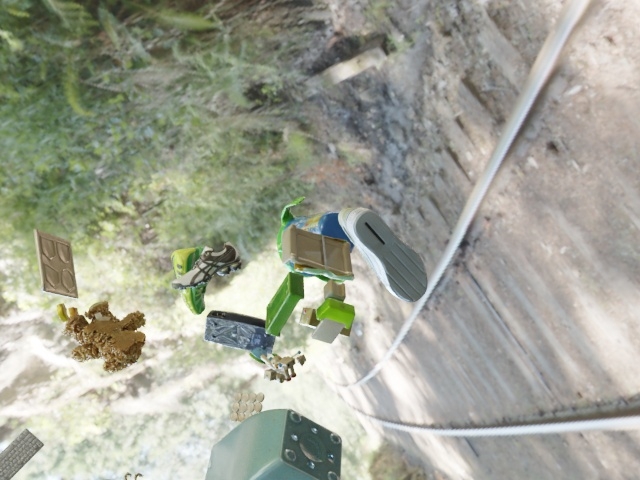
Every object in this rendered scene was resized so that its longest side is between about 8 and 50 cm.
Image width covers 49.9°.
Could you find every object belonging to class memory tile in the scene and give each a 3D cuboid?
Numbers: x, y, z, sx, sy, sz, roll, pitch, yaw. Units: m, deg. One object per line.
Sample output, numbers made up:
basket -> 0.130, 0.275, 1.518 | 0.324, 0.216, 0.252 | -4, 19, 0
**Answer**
memory tile -> -0.271, 0.619, 2.546 | 0.012, 0.148, 0.113 | 36, -125, -45

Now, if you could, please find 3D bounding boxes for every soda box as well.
soda box -> 0.019, 0.275, 2.306 | 0.181, 0.058, 0.061 | 21, 167, -35

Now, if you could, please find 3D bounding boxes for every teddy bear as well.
teddy bear -> -0.670, 0.304, 2.160 | 0.338, 0.245, 0.113 | 13, 127, 25

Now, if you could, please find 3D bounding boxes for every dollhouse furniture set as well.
dollhouse furniture set -> -0.027, 0.119, 1.847 | 0.197, 0.151, 0.301 | 19, -144, -17

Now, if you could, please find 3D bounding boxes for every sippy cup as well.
sippy cup -> 0.000, 0.000, 2.439 | 0.305, 0.240, 0.224 | 26, 151, -30

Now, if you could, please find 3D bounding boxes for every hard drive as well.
hard drive -> -0.286, 0.327, 2.472 | 0.172, 0.255, 0.054 | 106, 175, -48

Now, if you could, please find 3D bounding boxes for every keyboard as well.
keyboard -> -0.874, 0.631, 1.864 | 0.072, 0.256, 0.014 | 52, 154, -19

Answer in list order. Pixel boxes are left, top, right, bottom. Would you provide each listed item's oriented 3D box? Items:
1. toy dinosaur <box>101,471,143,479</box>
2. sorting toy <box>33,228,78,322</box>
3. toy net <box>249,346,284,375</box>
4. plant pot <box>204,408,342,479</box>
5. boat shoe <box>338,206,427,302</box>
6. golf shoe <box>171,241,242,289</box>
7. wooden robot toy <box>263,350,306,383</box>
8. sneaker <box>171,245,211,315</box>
toy dinosaur -> -0.563, 0.729, 2.024 | 0.183, 0.053, 0.092 | 55, -152, -26
sorting toy -> -0.872, 0.129, 2.271 | 0.229, 0.041, 0.307 | 54, -159, -74
toy net -> -0.165, 0.437, 2.386 | 0.122, 0.045, 0.232 | 32, -179, -25
plant pot -> -0.082, 0.503, 1.455 | 0.248, 0.252, 0.247 | 32, -153, -15
boat shoe -> 0.153, 0.026, 1.637 | 0.302, 0.109, 0.094 | 52, 171, -28
golf shoe -> -0.311, 0.067, 1.829 | 0.094, 0.198, 0.077 | 69, 161, -6
wooden robot toy -> -0.121, 0.380, 2.063 | 0.079, 0.173, 0.076 | 8, 111, 36
sneaker -> -0.387, 0.133, 2.175 | 0.109, 0.123, 0.295 | 55, 157, 35
